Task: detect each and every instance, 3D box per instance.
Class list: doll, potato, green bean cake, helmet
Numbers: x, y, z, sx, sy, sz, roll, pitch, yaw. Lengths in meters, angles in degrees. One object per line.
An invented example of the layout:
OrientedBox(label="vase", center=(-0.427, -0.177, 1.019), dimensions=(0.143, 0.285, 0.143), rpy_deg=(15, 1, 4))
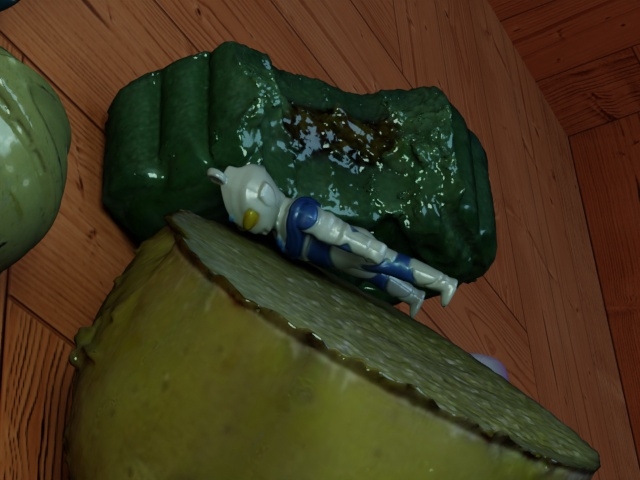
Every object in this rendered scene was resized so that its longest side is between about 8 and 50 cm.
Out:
OrientedBox(label="doll", center=(0.000, 0.000, 1.230), dimensions=(0.227, 0.057, 0.114), rpy_deg=(31, -12, -10))
OrientedBox(label="potato", center=(-0.032, 0.194, 1.143), dimensions=(0.385, 0.319, 0.442), rpy_deg=(32, 2, 36))
OrientedBox(label="green bean cake", center=(-0.014, -0.050, 1.364), dimensions=(0.308, 0.300, 0.169), rpy_deg=(49, 29, -47))
OrientedBox(label="helmet", center=(-0.252, -0.078, 0.994), dimensions=(0.257, 0.137, 0.204), rpy_deg=(50, 28, -45))

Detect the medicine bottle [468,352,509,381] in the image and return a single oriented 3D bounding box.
OrientedBox(label="medicine bottle", center=(0.134, 0.304, 1.567), dimensions=(0.212, 0.212, 0.325), rpy_deg=(34, 42, -59))

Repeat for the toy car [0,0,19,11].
OrientedBox(label="toy car", center=(-0.250, -0.299, 1.115), dimensions=(0.248, 0.198, 0.204), rpy_deg=(-18, 89, -70))
